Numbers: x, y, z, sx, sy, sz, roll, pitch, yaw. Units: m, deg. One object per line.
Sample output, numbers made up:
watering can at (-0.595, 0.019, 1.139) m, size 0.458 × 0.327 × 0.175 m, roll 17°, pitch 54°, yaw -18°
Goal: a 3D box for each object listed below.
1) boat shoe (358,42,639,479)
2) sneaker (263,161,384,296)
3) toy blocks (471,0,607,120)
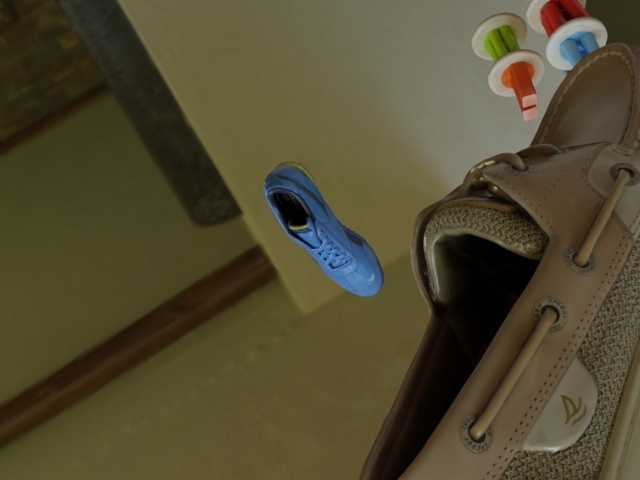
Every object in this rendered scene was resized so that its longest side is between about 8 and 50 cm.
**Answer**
boat shoe at (0.105, 0.006, 0.527) m, size 0.121 × 0.110 × 0.341 m, roll -44°, pitch -163°, yaw 44°
sneaker at (0.000, 0.000, 1.425) m, size 0.069 × 0.209 × 0.082 m, roll -32°, pitch -163°, yaw 23°
toy blocks at (0.189, -0.156, 0.979) m, size 0.148 × 0.054 × 0.123 m, roll -106°, pitch -148°, yaw -41°
